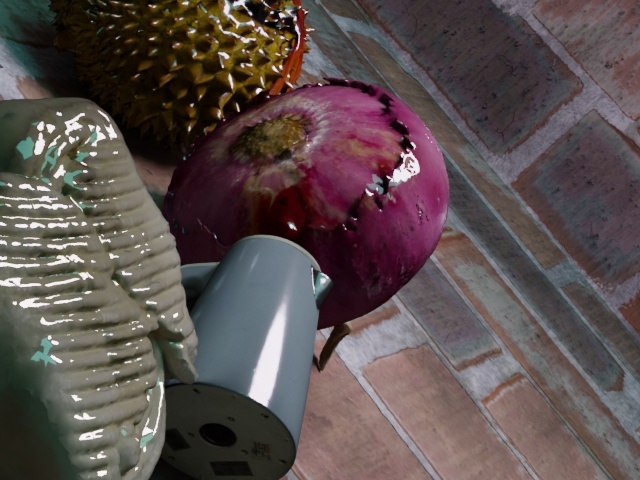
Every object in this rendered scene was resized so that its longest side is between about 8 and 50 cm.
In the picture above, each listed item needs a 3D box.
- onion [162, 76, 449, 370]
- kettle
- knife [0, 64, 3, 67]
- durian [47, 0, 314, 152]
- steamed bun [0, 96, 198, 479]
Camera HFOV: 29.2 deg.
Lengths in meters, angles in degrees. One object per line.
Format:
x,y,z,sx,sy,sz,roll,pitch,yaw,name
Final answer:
-0.003,-0.035,1.547,0.345,0.358,0.358,34,23,-46,onion
-0.103,0.116,1.289,0.243,0.210,0.160,-74,151,-46,kettle
-0.464,-0.263,1.528,0.170,0.010,0.023,36,22,-33,knife
-0.188,-0.292,1.734,0.384,0.347,0.347,-11,54,-31,durian
-0.263,0.058,1.044,0.310,0.219,0.324,-69,141,-53,steamed bun
